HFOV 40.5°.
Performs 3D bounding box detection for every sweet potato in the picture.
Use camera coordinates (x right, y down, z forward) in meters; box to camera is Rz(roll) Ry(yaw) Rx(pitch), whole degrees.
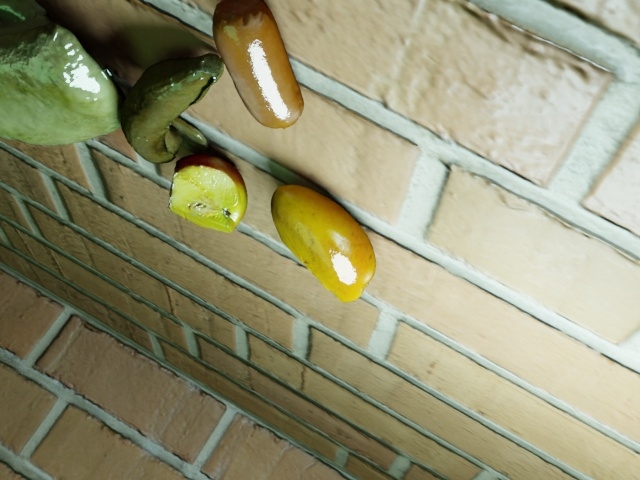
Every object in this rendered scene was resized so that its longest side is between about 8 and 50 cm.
[{"bbox_3d":[-0.216,-0.198,1.243,0.112,0.085,0.286,22,147,-23],"label":"sweet potato"}]

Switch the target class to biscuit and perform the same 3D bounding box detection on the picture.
[{"bbox_3d":[-0.241,-0.184,1.373,0.147,0.018,0.071,33,154,3],"label":"biscuit"}]

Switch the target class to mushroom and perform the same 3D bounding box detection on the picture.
[{"bbox_3d":[-0.420,-0.234,1.274,0.217,0.212,0.292,39,155,36],"label":"mushroom"}]

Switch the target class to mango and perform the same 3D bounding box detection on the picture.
[{"bbox_3d":[0.005,-0.005,1.313,0.217,0.102,0.141,48,176,-23],"label":"mango"}]

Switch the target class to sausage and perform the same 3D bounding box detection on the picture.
[{"bbox_3d":[-0.073,-0.209,1.047,0.076,0.076,0.197,20,154,28],"label":"sausage"}]

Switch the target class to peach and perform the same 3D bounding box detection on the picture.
[{"bbox_3d":[-0.181,-0.076,1.387,0.151,0.118,0.151,6,124,9],"label":"peach"}]
